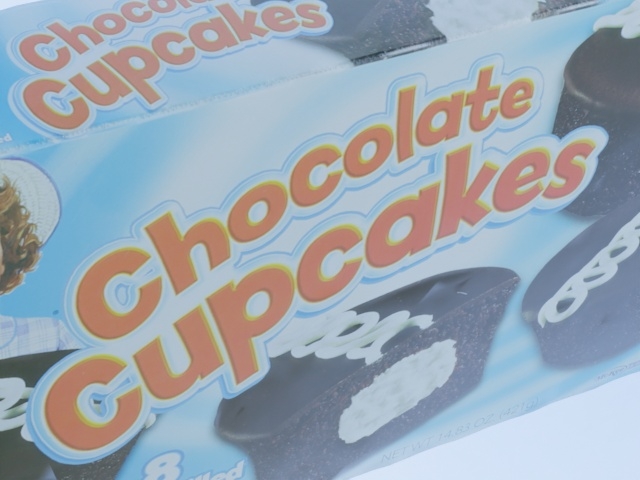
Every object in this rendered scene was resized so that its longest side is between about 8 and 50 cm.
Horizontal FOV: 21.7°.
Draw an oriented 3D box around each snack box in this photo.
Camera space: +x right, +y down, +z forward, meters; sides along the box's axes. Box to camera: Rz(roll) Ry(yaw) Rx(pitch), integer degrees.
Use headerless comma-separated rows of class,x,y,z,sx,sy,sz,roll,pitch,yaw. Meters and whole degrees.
snack box,0.000,0.000,0.507,0.060,0.322,0.187,53,-31,37
